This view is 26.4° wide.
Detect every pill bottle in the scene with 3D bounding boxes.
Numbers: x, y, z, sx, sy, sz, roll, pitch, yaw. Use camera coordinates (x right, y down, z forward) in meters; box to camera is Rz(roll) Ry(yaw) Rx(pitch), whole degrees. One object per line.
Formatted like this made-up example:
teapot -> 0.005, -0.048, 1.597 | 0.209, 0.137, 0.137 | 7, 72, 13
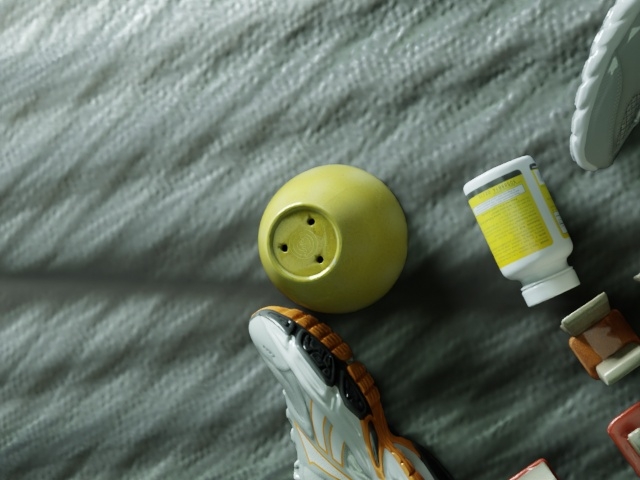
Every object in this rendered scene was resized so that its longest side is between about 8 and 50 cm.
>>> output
pill bottle -> 0.171, -0.006, 1.143 | 0.065, 0.065, 0.116 | -26, 84, 16

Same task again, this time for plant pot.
plant pot -> 0.000, 0.000, 1.179 | 0.134, 0.095, 0.134 | 0, 91, 17

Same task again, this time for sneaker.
sneaker -> 0.290, -0.173, 1.081 | 0.115, 0.105, 0.281 | 29, 103, 7
sneaker -> 0.005, 0.180, 1.187 | 0.121, 0.099, 0.262 | -41, 79, 19

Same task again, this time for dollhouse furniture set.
dollhouse furniture set -> 0.271, 0.172, 1.107 | 0.259, 0.135, 0.262 | -34, 82, 4
